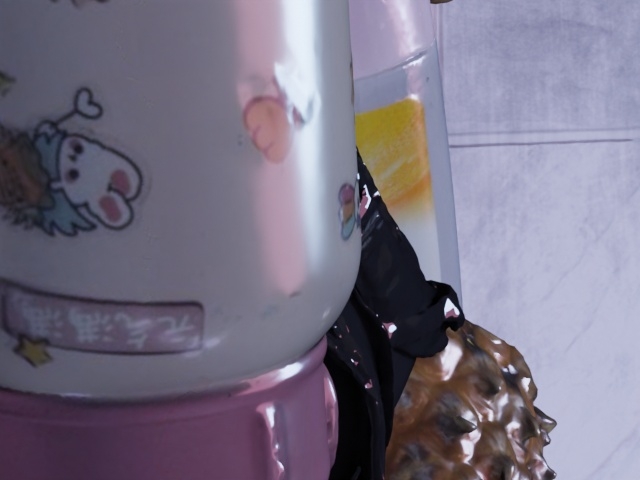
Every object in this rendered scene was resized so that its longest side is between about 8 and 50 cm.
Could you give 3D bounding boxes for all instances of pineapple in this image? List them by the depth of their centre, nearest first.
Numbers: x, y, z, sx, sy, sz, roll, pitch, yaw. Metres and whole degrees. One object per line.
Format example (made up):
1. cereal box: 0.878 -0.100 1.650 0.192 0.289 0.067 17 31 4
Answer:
1. pineapple: 0.019 0.204 0.802 0.165 0.166 0.364 77 15 -61

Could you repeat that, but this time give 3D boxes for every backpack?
1. backpack: -0.029 0.011 0.632 0.120 0.106 0.165 -60 138 -35

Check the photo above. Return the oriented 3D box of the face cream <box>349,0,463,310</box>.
1. face cream: 0.011 -0.017 0.933 0.073 0.107 0.269 -129 -154 -60

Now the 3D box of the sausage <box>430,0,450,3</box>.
1. sausage: 0.021 -0.232 0.896 0.253 0.123 0.123 67 21 -51

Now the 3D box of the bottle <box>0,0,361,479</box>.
1. bottle: -0.045 -0.024 0.452 0.110 0.110 0.233 -68 155 -74
